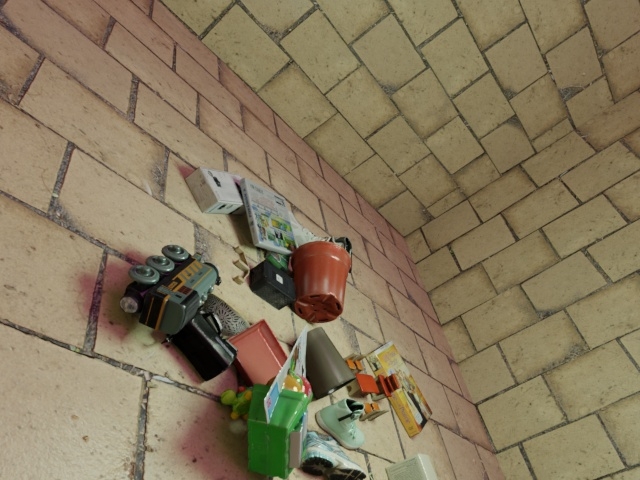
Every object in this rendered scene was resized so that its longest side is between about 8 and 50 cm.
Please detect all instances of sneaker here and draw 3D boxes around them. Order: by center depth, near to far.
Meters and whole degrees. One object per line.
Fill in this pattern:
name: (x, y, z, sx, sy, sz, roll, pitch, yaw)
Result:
sneaker: (0.048, 0.703, 1.576, 0.283, 0.110, 0.122, 43, 20, -32)
sneaker: (0.120, 0.657, 1.742, 0.256, 0.151, 0.094, 44, 21, -32)
sneaker: (0.001, 0.000, 2.337, 0.447, 0.257, 0.169, 57, 20, 4)

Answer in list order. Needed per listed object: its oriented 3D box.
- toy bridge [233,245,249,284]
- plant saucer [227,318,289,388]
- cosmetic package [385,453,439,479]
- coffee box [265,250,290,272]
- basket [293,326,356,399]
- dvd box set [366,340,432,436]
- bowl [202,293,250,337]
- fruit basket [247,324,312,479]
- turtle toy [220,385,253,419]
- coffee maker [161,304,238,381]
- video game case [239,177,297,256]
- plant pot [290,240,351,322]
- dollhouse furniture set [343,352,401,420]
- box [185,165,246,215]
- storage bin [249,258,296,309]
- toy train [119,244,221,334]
toy bridge: (-0.297, 0.098, 1.846, 0.063, 0.026, 0.188, 44, 23, -35)
plant saucer: (-0.189, 0.405, 1.584, 0.258, 0.048, 0.259, 57, 19, 5)
cosmetic package: (0.381, 0.984, 1.819, 0.113, 0.160, 0.309, 33, 31, -47)
coffee box: (-0.184, 0.056, 2.147, 0.113, 0.040, 0.184, 48, 21, -21)
basket: (0.006, 0.452, 1.817, 0.226, 0.154, 0.204, 59, 21, 20)
dvd box set: (0.394, 0.717, 2.405, 0.420, 0.062, 0.308, 61, 20, 14)
bowl: (-0.305, 0.243, 1.483, 0.170, 0.170, 0.080, 47, 66, -22)
fruit basket: (-0.082, 0.467, 1.377, 0.353, 0.166, 0.327, -46, 143, -60)
turtle toy: (-0.226, 0.452, 1.380, 0.066, 0.095, 0.130, 40, 7, 37)
coffee maker: (-0.335, 0.299, 1.353, 0.178, 0.120, 0.171, 52, 44, -7)
video game case: (-0.216, -0.090, 2.102, 0.329, 0.036, 0.299, 23, 48, -61)
plant pot: (-0.002, 0.189, 2.071, 0.272, 0.272, 0.265, 43, 32, -32)
dollhouse furniture set: (0.224, 0.612, 2.070, 0.259, 0.135, 0.262, 28, 34, -52)
box: (-0.398, -0.195, 1.983, 0.169, 0.087, 0.290, 60, 21, 10)
storage bin: (-0.186, 0.173, 1.899, 0.180, 0.084, 0.122, 42, 24, -35)
toy train: (-0.400, 0.126, 1.331, 0.190, 0.142, 0.334, 25, 20, 2)
